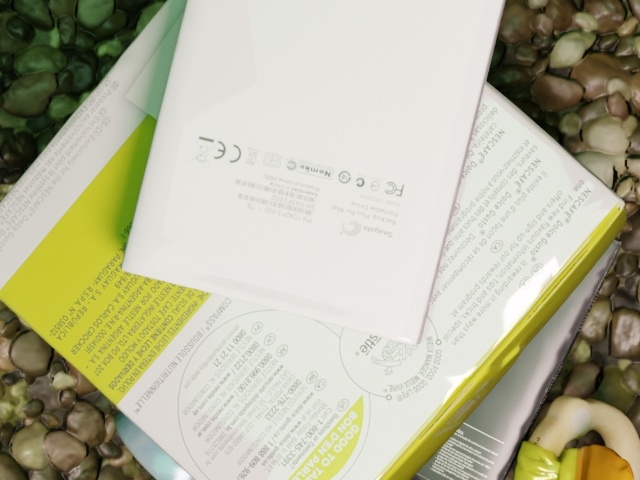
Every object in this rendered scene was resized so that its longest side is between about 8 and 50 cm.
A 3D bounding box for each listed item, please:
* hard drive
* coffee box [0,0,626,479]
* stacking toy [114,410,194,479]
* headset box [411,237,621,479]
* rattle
[{"bbox_3d":[0.004,-0.105,1.259,0.203,0.040,0.308,14,90,9],"label":"hard drive"},{"bbox_3d":[0.000,0.000,1.450,0.334,0.337,0.338,41,95,8],"label":"coffee box"},{"bbox_3d":[-0.071,0.235,1.628,0.309,0.279,0.130,43,95,9],"label":"stacking toy"},{"bbox_3d":[0.099,0.054,1.671,0.246,0.131,0.283,26,94,8],"label":"headset box"},{"bbox_3d":[0.266,0.216,1.603,0.199,0.142,0.130,44,57,-30],"label":"rattle"}]
